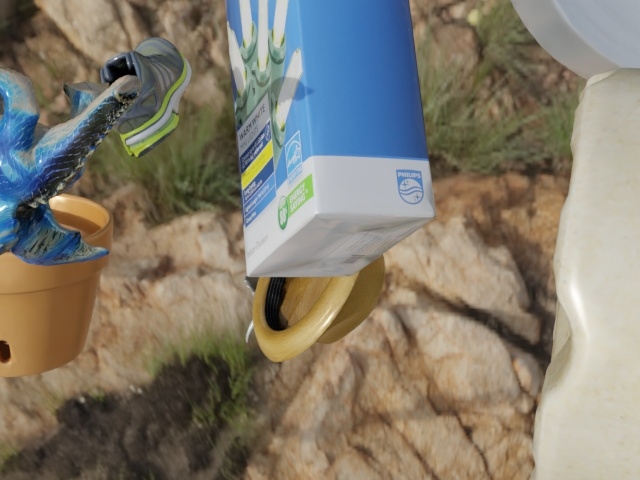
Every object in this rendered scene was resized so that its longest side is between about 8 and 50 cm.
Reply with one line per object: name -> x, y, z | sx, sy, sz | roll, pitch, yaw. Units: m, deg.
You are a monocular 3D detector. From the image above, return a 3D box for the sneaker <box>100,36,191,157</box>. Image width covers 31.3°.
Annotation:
sneaker -> -0.280, -0.257, 1.798 | 0.111, 0.121, 0.300 | -26, 32, 12

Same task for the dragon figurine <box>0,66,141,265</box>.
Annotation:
dragon figurine -> -0.177, -0.024, 0.662 | 0.289, 0.085, 0.144 | 2, 90, 42

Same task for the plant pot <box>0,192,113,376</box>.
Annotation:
plant pot -> -0.442, 0.063, 1.639 | 0.291, 0.203, 0.291 | 2, 20, -1

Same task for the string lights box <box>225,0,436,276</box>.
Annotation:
string lights box -> -0.002, -0.118, 0.707 | 0.076, 0.133, 0.260 | 0, 73, -21

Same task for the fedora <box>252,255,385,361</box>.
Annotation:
fedora -> 0.008, 0.044, 1.183 | 0.079, 0.194, 0.194 | 28, 58, -29

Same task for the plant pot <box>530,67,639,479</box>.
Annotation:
plant pot -> 0.267, 0.039, 0.549 | 0.305, 0.334, 0.334 | 8, 62, 13

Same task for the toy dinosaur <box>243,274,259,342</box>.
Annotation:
toy dinosaur -> 0.000, 0.000, 1.564 | 0.121, 0.160, 0.313 | 45, 71, -9

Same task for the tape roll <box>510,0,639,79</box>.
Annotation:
tape roll -> 0.284, -0.260, 0.905 | 0.286, 0.100, 0.286 | 0, 94, -5
